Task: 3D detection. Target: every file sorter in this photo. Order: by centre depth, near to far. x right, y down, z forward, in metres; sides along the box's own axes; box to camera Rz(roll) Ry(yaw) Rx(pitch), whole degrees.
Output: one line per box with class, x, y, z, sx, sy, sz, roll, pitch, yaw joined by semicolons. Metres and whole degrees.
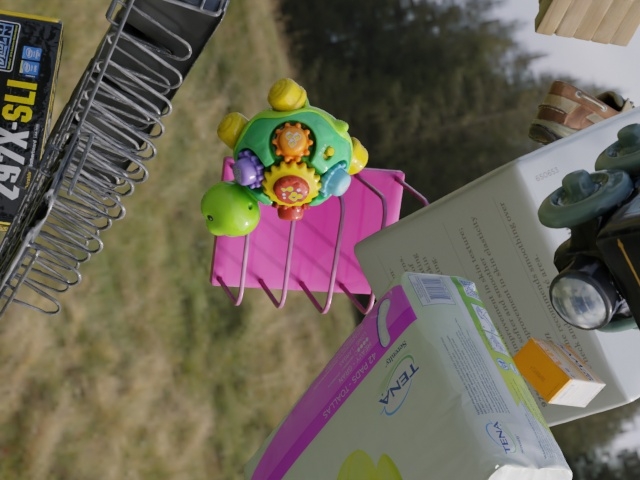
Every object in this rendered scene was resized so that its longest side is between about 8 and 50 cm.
file sorter;0.000;0.000;2.153;0.182;0.290;0.202;-135;-130;-69

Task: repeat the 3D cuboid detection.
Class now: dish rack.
dish rack;-0.160;-0.044;0.953;0.208;0.074;0.272;-52;-163;41

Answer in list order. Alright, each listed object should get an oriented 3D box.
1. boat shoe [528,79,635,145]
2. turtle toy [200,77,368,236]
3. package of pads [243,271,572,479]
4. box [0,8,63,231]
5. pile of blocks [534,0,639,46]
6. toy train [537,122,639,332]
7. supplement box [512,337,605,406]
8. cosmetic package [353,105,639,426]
boat shoe;0.487;-0.188;2.375;0.122;0.324;0.120;18;-86;49
turtle toy;-0.031;-0.049;1.013;0.095;0.130;0.066;40;33;-32
package of pads;0.064;0.205;1.219;0.296;0.101;0.229;-54;-139;30
box;-0.525;-0.183;2.074;0.079;0.257;0.322;127;-29;-74
pile of blocks;0.273;-0.349;1.435;0.362;0.148;0.113;63;27;-56
toy train;0.314;-0.039;1.113;0.334;0.190;0.142;-39;109;-38
supplement box;0.243;0.135;1.451;0.062;0.036;0.098;48;17;27
cosmetic package;0.321;0.049;1.917;0.393;0.327;0.329;-28;-93;56
